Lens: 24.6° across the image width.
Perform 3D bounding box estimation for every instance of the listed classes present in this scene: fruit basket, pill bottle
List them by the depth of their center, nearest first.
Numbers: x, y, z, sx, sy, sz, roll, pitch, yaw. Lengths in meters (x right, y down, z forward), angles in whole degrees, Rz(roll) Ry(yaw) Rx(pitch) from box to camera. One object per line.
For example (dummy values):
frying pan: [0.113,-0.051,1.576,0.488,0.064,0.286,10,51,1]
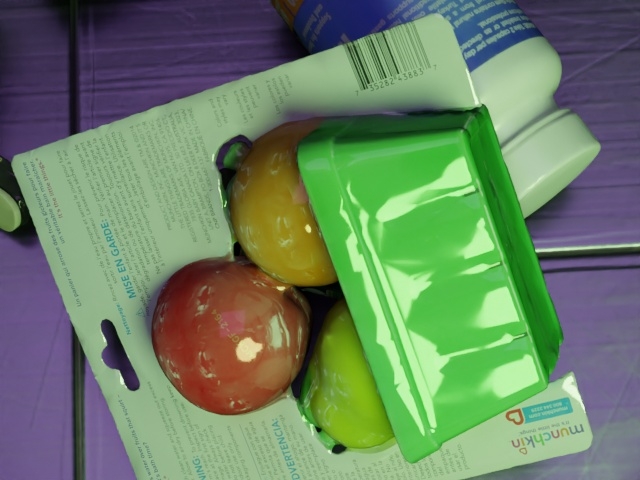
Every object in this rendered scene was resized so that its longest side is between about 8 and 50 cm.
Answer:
fruit basket: [-0.016,0.039,1.063,0.353,0.165,0.327,-16,101,26]
pill bottle: [0.091,-0.142,1.148,0.152,0.152,0.272,-35,78,-7]

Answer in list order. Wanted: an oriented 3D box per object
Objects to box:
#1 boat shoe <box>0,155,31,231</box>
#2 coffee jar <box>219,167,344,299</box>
boat shoe: [-0.281,-0.057,1.196,0.133,0.049,0.042,34,46,18]
coffee jar: [0.000,0.000,1.153,0.184,0.079,0.096,11,87,4]
